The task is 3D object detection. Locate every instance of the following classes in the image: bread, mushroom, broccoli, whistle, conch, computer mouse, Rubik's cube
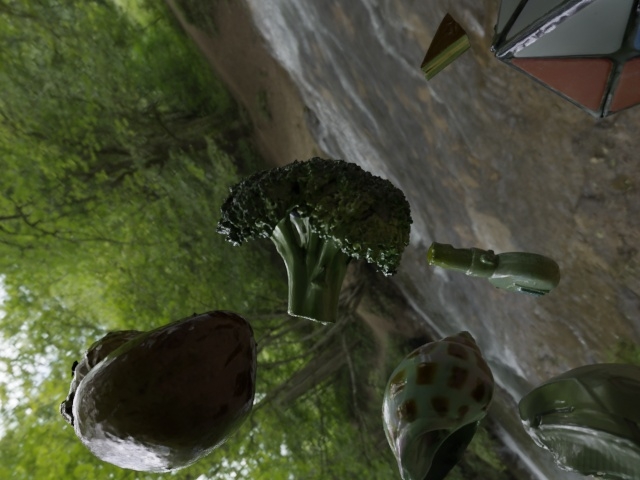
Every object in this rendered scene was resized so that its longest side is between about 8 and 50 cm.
[{"bbox_3d":[0.302,-0.495,1.299,0.074,0.139,0.084,21,-145,-59],"label":"bread"},{"bbox_3d":[-0.215,0.208,0.691,0.263,0.283,0.195,3,-106,-67],"label":"mushroom"},{"bbox_3d":[0.009,-0.018,0.907,0.375,0.302,0.249,9,154,-25],"label":"broccoli"},{"bbox_3d":[0.258,0.044,0.760,0.198,0.057,0.104,11,164,-3],"label":"whistle"},{"bbox_3d":[0.258,0.337,1.080,0.197,0.368,0.249,21,134,54],"label":"conch"},{"bbox_3d":[0.582,0.327,0.939,0.428,0.228,0.146,1,114,39],"label":"computer mouse"},{"bbox_3d":[0.506,-0.427,0.826,0.305,0.310,0.307,18,166,-20],"label":"Rubik's cube"}]
